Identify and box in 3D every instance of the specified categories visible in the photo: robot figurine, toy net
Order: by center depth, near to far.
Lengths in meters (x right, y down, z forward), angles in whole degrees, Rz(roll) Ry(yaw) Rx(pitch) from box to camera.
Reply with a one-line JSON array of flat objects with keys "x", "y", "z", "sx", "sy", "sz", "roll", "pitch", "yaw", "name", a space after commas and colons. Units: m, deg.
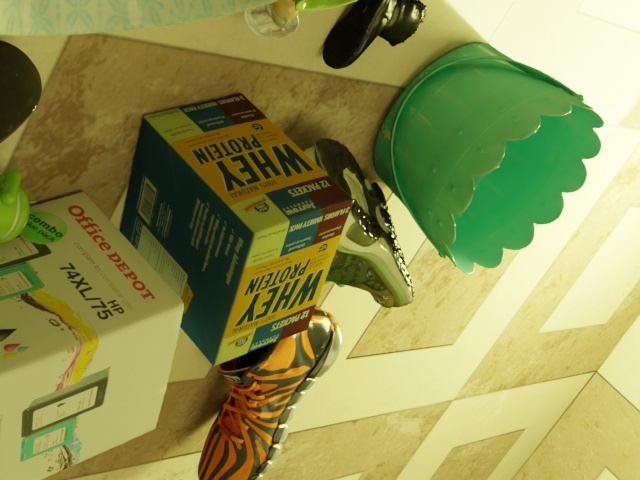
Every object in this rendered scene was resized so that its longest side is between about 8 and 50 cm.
[{"x": -0.324, "y": -0.033, "z": 1.110, "sx": 0.101, "sy": 0.067, "sz": 0.115, "roll": -37, "pitch": 155, "yaw": 22, "name": "robot figurine"}, {"x": -0.039, "y": -0.226, "z": 1.135, "sx": 0.122, "sy": 0.045, "sz": 0.232, "roll": -13, "pitch": 179, "yaw": -14, "name": "toy net"}]

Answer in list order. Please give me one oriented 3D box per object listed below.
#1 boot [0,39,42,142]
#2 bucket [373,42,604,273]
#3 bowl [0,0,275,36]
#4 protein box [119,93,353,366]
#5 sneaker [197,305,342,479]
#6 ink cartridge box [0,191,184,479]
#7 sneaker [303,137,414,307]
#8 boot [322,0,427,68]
[{"x": -0.378, "y": -0.073, "z": 0.994, "sx": 0.305, "sy": 0.112, "sz": 0.115, "roll": -35, "pitch": 180, "yaw": -25, "name": "boot"}, {"x": 0.217, "y": -0.117, "z": 1.576, "sx": 0.281, "sy": 0.183, "sz": 0.281, "roll": -32, "pitch": 148, "yaw": -23, "name": "bucket"}, {"x": -0.159, "y": -0.260, "z": 0.909, "sx": 0.289, "sy": 0.289, "sz": 0.156, "roll": -11, "pitch": 93, "yaw": -45, "name": "bowl"}, {"x": -0.100, "y": -0.014, "z": 1.281, "sx": 0.136, "sy": 0.201, "sz": 0.200, "roll": -19, "pitch": 142, "yaw": -38, "name": "protein box"}, {"x": -0.114, "y": 0.217, "z": 1.668, "sx": 0.180, "sy": 0.124, "sz": 0.321, "roll": 23, "pitch": 99, "yaw": -55, "name": "sneaker"}, {"x": -0.311, "y": 0.111, "z": 1.178, "sx": 0.270, "sy": 0.198, "sz": 0.197, "roll": -21, "pitch": 142, "yaw": -38, "name": "ink cartridge box"}, {"x": 0.000, "y": 0.000, "z": 1.544, "sx": 0.182, "sy": 0.158, "sz": 0.410, "roll": -19, "pitch": 154, "yaw": 12, "name": "sneaker"}, {"x": 0.065, "y": -0.244, "z": 1.365, "sx": 0.099, "sy": 0.045, "sz": 0.121, "roll": 4, "pitch": 125, "yaw": -57, "name": "boot"}]
